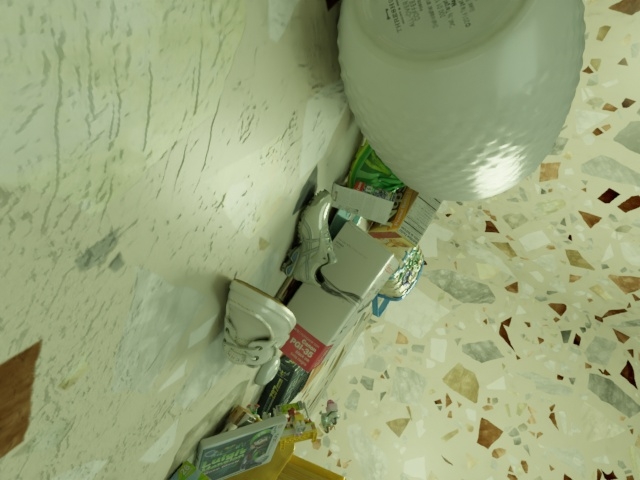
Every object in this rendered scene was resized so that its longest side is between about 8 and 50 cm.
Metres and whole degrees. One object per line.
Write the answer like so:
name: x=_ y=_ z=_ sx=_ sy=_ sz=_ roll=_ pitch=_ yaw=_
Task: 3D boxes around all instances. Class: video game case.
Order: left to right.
video game case: x=-0.177 y=0.458 z=0.947 sx=0.190 sy=0.022 sz=0.173 roll=-4 pitch=129 yaw=-33

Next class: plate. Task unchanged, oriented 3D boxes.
plate: x=0.064 y=-0.045 z=0.955 sx=0.188 sy=0.024 sz=0.188 roll=-54 pitch=165 yaw=-22

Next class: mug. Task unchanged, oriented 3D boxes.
mug: x=0.161 y=-0.259 z=0.531 sx=0.328 sy=0.276 sz=0.374 roll=16 pitch=73 yaw=-68

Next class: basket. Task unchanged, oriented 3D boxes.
basket: x=0.247 y=0.113 z=1.549 sx=0.255 sy=0.201 sz=0.289 roll=-55 pitch=154 yaw=-25

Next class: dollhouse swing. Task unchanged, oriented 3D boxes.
dollhouse swing: x=-0.143 y=0.737 z=1.163 sx=0.315 sy=0.305 sz=0.347 roll=-42 pitch=162 yaw=-51

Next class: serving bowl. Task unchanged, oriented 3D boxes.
serving bowl: x=-0.120 y=0.308 z=1.034 sx=0.083 sy=0.027 sz=0.083 roll=-55 pitch=163 yaw=-25

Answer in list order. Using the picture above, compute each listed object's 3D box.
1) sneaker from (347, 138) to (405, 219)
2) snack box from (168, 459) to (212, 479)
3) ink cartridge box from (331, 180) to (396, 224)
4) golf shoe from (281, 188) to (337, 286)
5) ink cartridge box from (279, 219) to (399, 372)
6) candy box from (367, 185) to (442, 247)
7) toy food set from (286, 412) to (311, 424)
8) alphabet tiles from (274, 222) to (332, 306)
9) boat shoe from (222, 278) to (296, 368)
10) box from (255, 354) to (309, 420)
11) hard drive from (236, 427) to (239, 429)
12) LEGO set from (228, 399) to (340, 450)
sneaker: x=0.134 y=-0.140 z=0.804 sx=0.109 sy=0.123 sz=0.295 roll=-16 pitch=140 yaw=-29
snack box: x=-0.217 y=0.525 z=0.759 sx=0.174 sy=0.207 sz=0.070 roll=-45 pitch=158 yaw=-49
ink cartridge box: x=0.078 y=-0.076 z=0.819 sx=0.063 sy=0.115 sz=0.029 roll=102 pitch=10 yaw=-50
golf shoe: x=0.000 y=0.000 z=0.749 sx=0.069 sy=0.086 sz=0.176 roll=-35 pitch=149 yaw=-55
ink cartridge box: x=0.036 y=0.116 z=0.923 sx=0.283 sy=0.117 sz=0.207 roll=-54 pitch=165 yaw=2
candy box: x=0.282 y=-0.131 z=1.294 sx=0.316 sy=0.087 sz=0.183 roll=-59 pitch=-164 yaw=-10
toy food set: x=-0.122 y=0.625 z=1.503 sx=0.128 sy=0.071 sz=0.218 roll=-2 pitch=141 yaw=-29
alphabet tiles: x=-0.036 y=0.105 z=0.967 sx=0.342 sy=0.011 sz=0.285 roll=-57 pitch=165 yaw=-13
boat shoe: x=-0.100 y=0.143 z=0.656 sx=0.096 sy=0.098 sz=0.277 roll=-56 pitch=166 yaw=-22
box: x=-0.081 y=0.382 z=1.240 sx=0.183 sy=0.059 sz=0.233 roll=-65 pitch=164 yaw=17
hard drive: x=-0.212 y=0.520 z=1.130 sx=0.094 sy=0.022 sz=0.135 roll=-34 pitch=150 yaw=-60
LEGO set: x=-0.103 y=0.421 z=1.058 sx=0.287 sy=0.107 sz=0.132 roll=14 pitch=121 yaw=-29
